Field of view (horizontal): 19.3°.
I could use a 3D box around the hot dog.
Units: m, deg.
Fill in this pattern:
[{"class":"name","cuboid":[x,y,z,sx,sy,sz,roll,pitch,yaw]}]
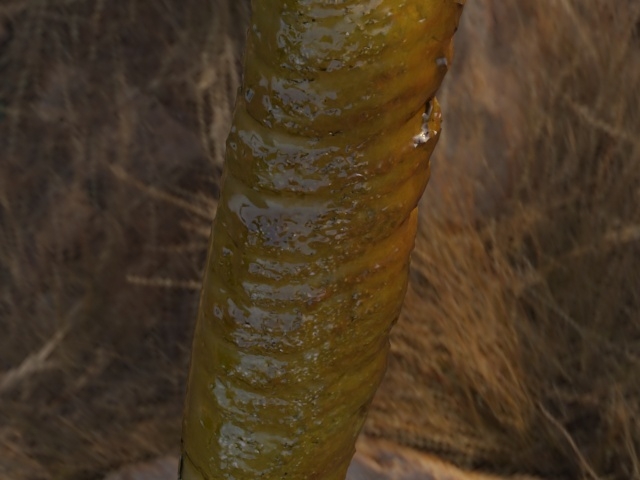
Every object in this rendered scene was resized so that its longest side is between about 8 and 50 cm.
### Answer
[{"class":"hot dog","cuboid":[-0.001,0.000,0.677,0.068,0.289,0.083,36,46,25]}]
